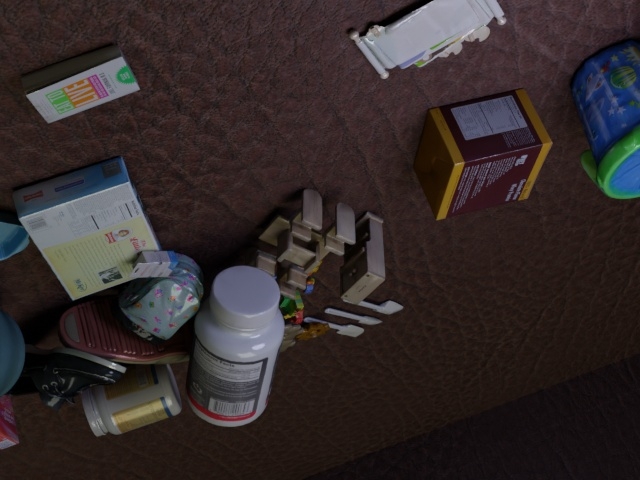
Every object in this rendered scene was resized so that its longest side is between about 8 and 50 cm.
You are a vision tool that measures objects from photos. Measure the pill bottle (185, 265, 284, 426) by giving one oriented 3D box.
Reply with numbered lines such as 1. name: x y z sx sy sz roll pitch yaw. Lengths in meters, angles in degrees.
1. pill bottle: -0.166 0.206 2.023 0.176 0.176 0.318 -8 136 -23

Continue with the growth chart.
1. growth chart: 0.176 -0.333 1.636 0.237 0.021 0.172 -25 153 9

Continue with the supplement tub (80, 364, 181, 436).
1. supplement tub: -0.429 0.356 2.341 0.200 0.144 0.144 -18 153 -4

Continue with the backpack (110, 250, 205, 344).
1. backpack: -0.301 0.112 1.995 0.152 0.115 0.182 35 115 -29

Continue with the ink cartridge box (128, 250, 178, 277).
1. ink cartridge box: -0.306 0.043 1.855 0.083 0.028 0.048 0 144 -40

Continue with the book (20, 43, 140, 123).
1. book: -0.342 -0.223 1.477 0.144 0.035 0.096 -21 157 -1

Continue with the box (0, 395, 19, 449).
1. box: -0.756 0.339 2.090 0.154 0.142 0.300 -22 152 2

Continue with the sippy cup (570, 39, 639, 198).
1. sippy cup: 0.575 -0.231 1.874 0.305 0.224 0.240 -36 150 28

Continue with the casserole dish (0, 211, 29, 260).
1. casserole dish: -0.571 -0.014 1.691 0.188 0.037 0.114 9 140 -45

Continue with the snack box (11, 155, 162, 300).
1. snack box: -0.391 -0.013 1.788 0.187 0.060 0.322 -19 153 -6

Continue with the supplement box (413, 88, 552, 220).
1. supplement box: 0.297 -0.158 1.919 0.194 0.129 0.191 -14 152 -12

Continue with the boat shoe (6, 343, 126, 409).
1. boat shoe: -0.513 0.270 1.996 0.340 0.113 0.127 2 157 34

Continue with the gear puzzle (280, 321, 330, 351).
1. gear puzzle: -0.133 0.224 2.417 0.339 0.044 0.175 -9 156 -21

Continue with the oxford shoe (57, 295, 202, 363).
1. oxford shoe: -0.376 0.209 2.125 0.397 0.140 0.146 9 147 -42

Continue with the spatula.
1. spatula: 0.081 0.181 2.515 0.168 0.019 0.242 -29 151 28

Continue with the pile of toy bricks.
1. pile of toy bricks: -0.062 0.117 2.200 0.118 0.105 0.212 -5 149 -27

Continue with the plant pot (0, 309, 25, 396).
1. plant pot: -0.654 0.195 1.792 0.272 0.271 0.255 -25 166 9

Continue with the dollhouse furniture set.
1. dollhouse furniture set: 0.000 0.000 2.047 0.242 0.161 0.212 24 133 -25
